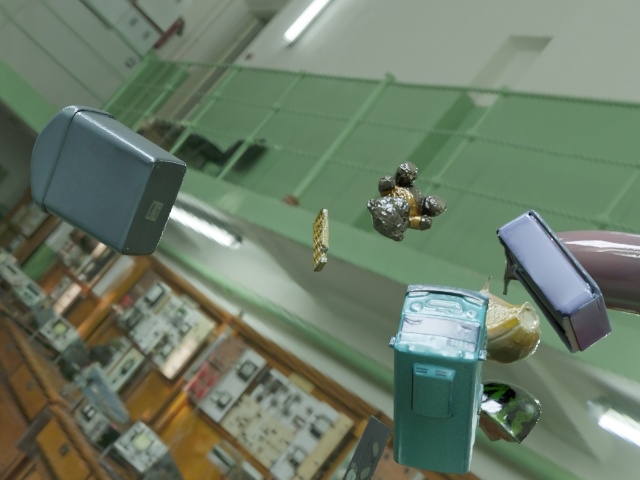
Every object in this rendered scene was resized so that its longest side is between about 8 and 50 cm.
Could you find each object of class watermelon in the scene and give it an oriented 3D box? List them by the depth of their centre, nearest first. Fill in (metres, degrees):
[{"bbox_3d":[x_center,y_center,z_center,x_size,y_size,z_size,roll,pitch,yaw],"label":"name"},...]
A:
[{"bbox_3d":[0.393,0.362,2.013,0.192,0.137,0.145,3,-11,-11],"label":"watermelon"}]

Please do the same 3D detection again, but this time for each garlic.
[{"bbox_3d":[0.398,0.184,2.100,0.145,0.164,0.245,15,11,-20],"label":"garlic"}]

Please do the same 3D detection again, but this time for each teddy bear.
[{"bbox_3d":[0.199,-0.081,2.370,0.177,0.190,0.140,49,-42,5],"label":"teddy bear"}]

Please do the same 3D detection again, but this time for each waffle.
[{"bbox_3d":[0.000,0.000,2.250,0.021,0.135,0.092,5,-24,-15],"label":"waffle"}]

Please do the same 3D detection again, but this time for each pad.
[{"bbox_3d":[0.080,0.438,1.827,0.004,0.190,0.127,27,-6,-15],"label":"pad"}]

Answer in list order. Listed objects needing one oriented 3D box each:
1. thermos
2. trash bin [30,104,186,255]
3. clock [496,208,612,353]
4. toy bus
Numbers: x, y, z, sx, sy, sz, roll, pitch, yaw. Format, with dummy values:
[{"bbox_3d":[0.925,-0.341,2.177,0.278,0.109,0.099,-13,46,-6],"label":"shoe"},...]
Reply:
[{"bbox_3d":[0.475,0.055,1.736,0.264,0.146,0.176,7,-38,20],"label":"thermos"},{"bbox_3d":[-0.331,-0.096,1.433,0.236,0.177,0.101,28,11,29],"label":"trash bin"},{"bbox_3d":[0.359,0.064,1.452,0.193,0.073,0.145,59,3,37],"label":"clock"},{"bbox_3d":[0.167,0.199,1.326,0.128,0.147,0.256,6,-51,12],"label":"toy bus"}]
